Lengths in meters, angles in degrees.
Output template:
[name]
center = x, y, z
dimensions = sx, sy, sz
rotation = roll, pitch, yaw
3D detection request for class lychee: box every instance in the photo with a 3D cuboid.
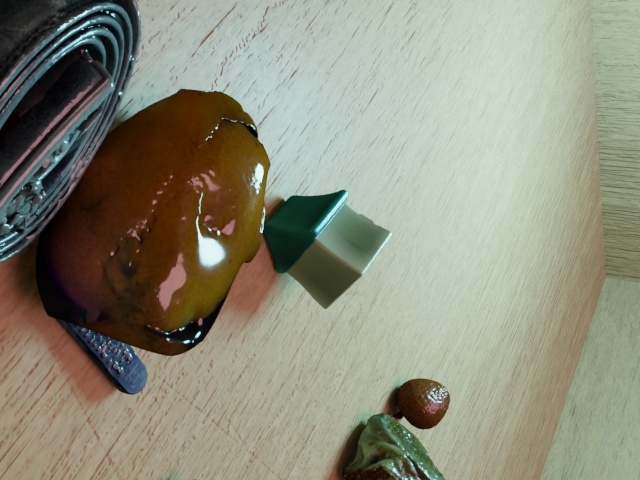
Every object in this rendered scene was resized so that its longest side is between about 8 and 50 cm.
[lychee]
center = 0.188, 0.326, 1.493
dimensions = 0.114, 0.140, 0.101
rotation = -126, -148, -82

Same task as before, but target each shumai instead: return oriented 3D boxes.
[shumai]
center = 0.127, 0.425, 1.366
dimensions = 0.142, 0.184, 0.184
rotation = -44, 147, 7

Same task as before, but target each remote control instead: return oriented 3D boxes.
[remote control]
center = -0.231, 0.111, 0.803
dimensions = 0.043, 0.027, 0.152
rotation = -51, 137, -31

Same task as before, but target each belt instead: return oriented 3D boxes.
[belt]
center = -0.233, -0.102, 0.574
dimensions = 0.267, 0.116, 0.206
rotation = -59, 176, -9

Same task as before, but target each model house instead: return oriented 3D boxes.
[model house]
center = 0.000, 0.000, 1.063
dimensions = 0.100, 0.149, 0.127
rotation = -54, -176, -40

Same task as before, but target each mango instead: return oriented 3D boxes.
[mango]
center = -0.156, -0.028, 0.758
dimensions = 0.287, 0.153, 0.201
rotation = -61, 141, -34

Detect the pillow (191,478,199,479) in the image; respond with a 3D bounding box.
[pillow]
center = -0.218, 0.401, 0.884
dimensions = 0.248, 0.049, 0.135
rotation = -40, 130, -42
